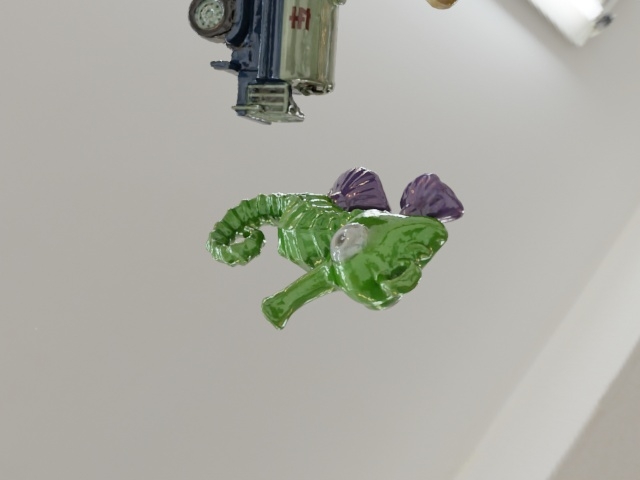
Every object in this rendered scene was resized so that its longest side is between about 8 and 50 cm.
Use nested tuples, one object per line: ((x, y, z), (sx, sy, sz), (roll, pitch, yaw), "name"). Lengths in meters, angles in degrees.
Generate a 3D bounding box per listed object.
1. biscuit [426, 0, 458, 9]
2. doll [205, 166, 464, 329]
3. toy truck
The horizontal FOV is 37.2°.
((0.058, -0.328, 0.951), (0.234, 0.030, 0.153), (28, -120, -15), "biscuit")
((0.000, 0.000, 0.538), (0.115, 0.190, 0.050), (-35, -63, -19), "doll")
((-0.027, -0.175, 0.587), (0.088, 0.074, 0.201), (4, -90, 22), "toy truck")
